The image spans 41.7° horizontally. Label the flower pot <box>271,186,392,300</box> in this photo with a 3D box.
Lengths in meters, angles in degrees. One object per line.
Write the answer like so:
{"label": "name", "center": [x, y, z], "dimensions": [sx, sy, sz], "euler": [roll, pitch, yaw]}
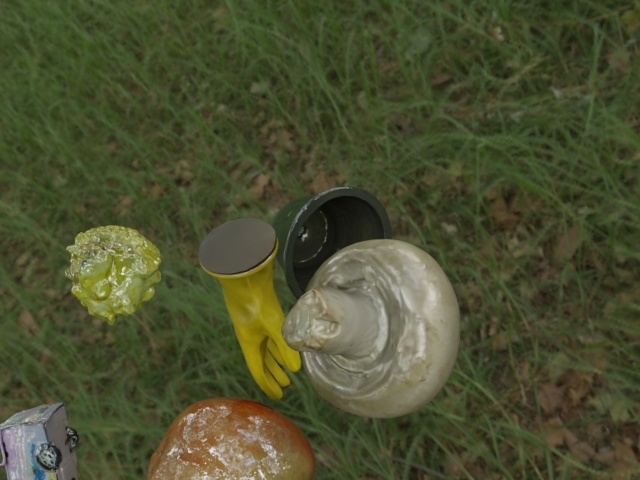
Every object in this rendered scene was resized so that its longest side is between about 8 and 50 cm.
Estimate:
{"label": "flower pot", "center": [0.000, 0.000, 1.561], "dimensions": [0.235, 0.235, 0.148], "euler": [-45, 34, -13]}

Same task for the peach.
{"label": "peach", "center": [-0.133, 0.350, 1.198], "dimensions": [0.252, 0.252, 0.253], "euler": [-17, 44, 17]}

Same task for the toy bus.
{"label": "toy bus", "center": [-0.550, 0.486, 1.681], "dimensions": [0.137, 0.317, 0.112], "euler": [-5, 11, 9]}

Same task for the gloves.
{"label": "gloves", "center": [-0.089, 0.115, 1.275], "dimensions": [0.116, 0.295, 0.133], "euler": [-5, 40, 12]}

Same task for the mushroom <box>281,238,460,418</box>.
{"label": "mushroom", "center": [0.045, 0.093, 0.920], "dimensions": [0.204, 0.204, 0.204], "euler": [-17, 44, 17]}

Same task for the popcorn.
{"label": "popcorn", "center": [-0.360, 0.060, 1.466], "dimensions": [0.174, 0.173, 0.142], "euler": [-63, 8, -30]}
